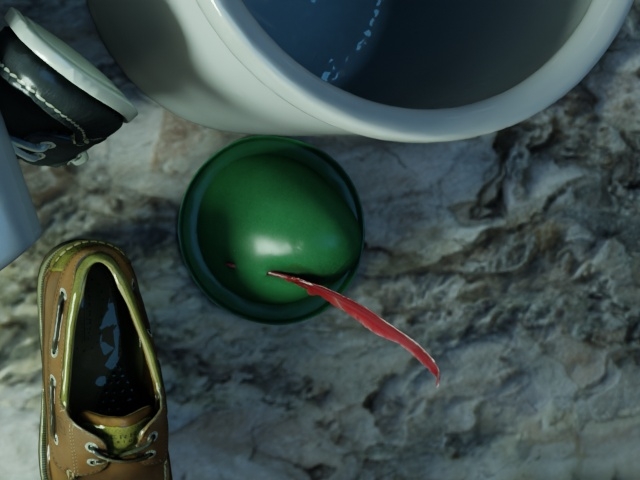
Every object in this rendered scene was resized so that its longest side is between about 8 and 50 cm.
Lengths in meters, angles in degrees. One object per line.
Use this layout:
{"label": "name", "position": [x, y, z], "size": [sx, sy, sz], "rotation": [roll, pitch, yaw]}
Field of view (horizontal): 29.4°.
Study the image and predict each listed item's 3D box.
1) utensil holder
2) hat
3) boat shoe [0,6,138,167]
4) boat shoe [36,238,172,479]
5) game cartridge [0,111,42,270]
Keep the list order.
{"label": "utensil holder", "position": [0.001, -0.231, 0.918], "size": [0.327, 0.385, 0.328], "rotation": [-1, 93, -21]}
{"label": "hat", "position": [0.000, 0.000, 1.040], "size": [0.208, 0.183, 0.173], "rotation": [20, 86, -21]}
{"label": "boat shoe", "position": [-0.204, -0.096, 0.892], "size": [0.114, 0.302, 0.091], "rotation": [41, 86, -6]}
{"label": "boat shoe", "position": [-0.182, 0.152, 1.021], "size": [0.110, 0.104, 0.307], "rotation": [-14, 98, -20]}
{"label": "game cartridge", "position": [-0.330, -0.020, 0.731], "size": [0.297, 0.062, 0.198], "rotation": [-21, 97, -19]}
